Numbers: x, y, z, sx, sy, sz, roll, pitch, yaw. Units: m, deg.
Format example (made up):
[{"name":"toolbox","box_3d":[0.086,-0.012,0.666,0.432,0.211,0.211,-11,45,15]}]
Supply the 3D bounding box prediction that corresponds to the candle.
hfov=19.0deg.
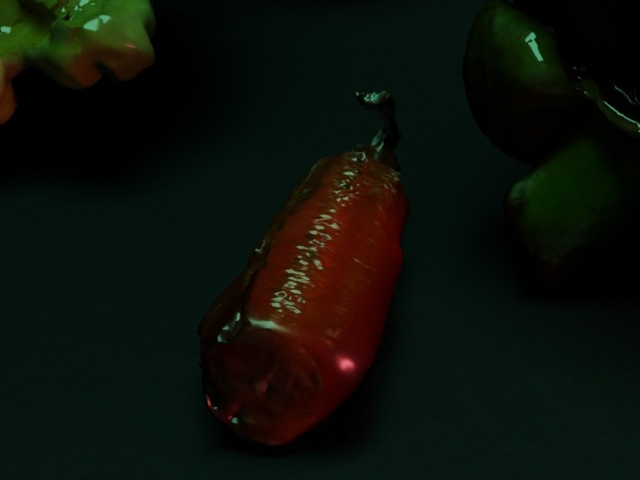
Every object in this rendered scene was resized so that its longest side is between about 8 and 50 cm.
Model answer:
[{"name":"candle","box_3d":[0.000,0.000,0.570,0.053,0.048,0.162,-11,23,19]}]

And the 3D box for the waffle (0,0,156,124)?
[{"name":"waffle","box_3d":[-0.146,-0.127,0.745,0.291,0.051,0.291,-15,46,16]}]

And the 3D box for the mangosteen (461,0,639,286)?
[{"name":"mangosteen","box_3d":[0.140,-0.092,0.588,0.216,0.216,0.216,-1,27,0]}]
